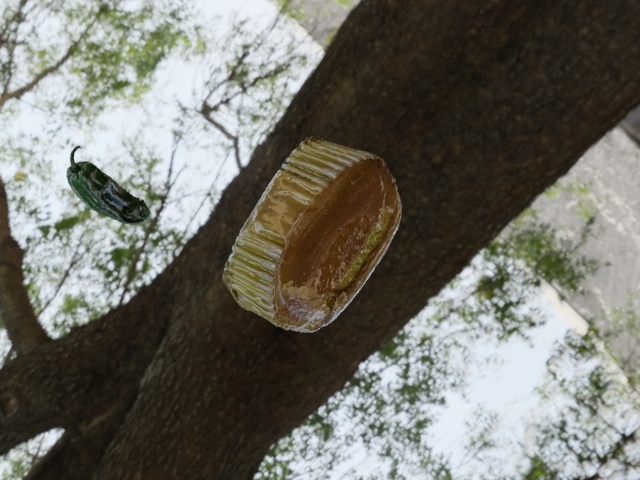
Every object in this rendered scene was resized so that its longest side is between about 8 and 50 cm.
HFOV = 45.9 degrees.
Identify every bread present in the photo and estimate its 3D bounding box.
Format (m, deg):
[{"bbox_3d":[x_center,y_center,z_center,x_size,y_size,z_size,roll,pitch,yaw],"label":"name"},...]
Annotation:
[{"bbox_3d":[0.000,0.000,1.101,0.156,0.288,0.204,24,158,35],"label":"bread"}]

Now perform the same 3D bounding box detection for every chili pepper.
[{"bbox_3d":[-0.484,-0.108,1.707,0.074,0.100,0.257,28,170,33],"label":"chili pepper"}]
